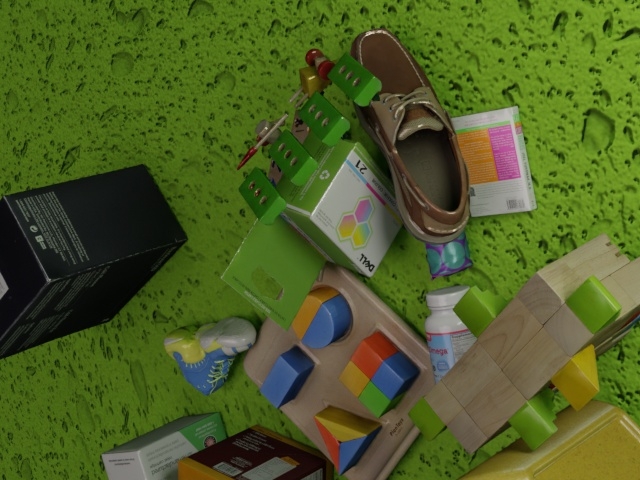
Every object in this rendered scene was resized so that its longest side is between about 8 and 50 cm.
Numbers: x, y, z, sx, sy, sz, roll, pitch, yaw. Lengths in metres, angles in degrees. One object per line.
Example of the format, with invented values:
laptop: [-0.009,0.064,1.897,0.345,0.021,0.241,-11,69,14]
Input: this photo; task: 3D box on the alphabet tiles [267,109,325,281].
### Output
alphabet tiles: [-0.030,-0.080,1.791,0.198,0.009,0.237,33,116,49]

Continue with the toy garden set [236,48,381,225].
toy garden set: [-0.022,-0.152,1.569,0.244,0.049,0.204,-51,32,9]

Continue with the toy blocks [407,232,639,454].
toy blocks: [0.308,0.115,1.428,0.191,0.261,0.381,51,137,17]

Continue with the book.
book: [0.242,-0.109,1.560,0.096,0.035,0.144,-5,99,40]

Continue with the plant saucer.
plant saucer: [0.371,0.348,1.368,0.333,0.333,0.081,48,131,21]

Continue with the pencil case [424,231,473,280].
pencil case: [0.169,-0.022,1.629,0.070,0.064,0.151,-18,90,28]

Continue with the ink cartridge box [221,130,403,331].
ink cartridge box: [0.000,0.000,1.624,0.097,0.189,0.255,20,74,40]

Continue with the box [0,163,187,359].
box: [-0.480,0.045,2.070,0.343,0.312,0.179,-41,74,41]

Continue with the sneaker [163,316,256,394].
sneaker: [-0.181,0.211,2.015,0.240,0.091,0.126,-7,110,51]

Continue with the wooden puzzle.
wooden puzzle: [0.020,0.217,1.826,0.348,0.080,0.322,46,129,23]

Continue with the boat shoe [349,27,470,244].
boat shoe: [0.132,-0.158,1.550,0.116,0.123,0.324,110,138,-74]

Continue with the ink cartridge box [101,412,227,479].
ink cartridge box: [-0.252,0.490,2.068,0.121,0.211,0.289,-15,94,42]

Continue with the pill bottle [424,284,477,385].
pill bottle: [0.200,0.150,1.636,0.087,0.087,0.160,-6,98,43]

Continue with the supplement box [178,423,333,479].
supplement box: [-0.110,0.432,1.930,0.191,0.194,0.129,15,112,39]
